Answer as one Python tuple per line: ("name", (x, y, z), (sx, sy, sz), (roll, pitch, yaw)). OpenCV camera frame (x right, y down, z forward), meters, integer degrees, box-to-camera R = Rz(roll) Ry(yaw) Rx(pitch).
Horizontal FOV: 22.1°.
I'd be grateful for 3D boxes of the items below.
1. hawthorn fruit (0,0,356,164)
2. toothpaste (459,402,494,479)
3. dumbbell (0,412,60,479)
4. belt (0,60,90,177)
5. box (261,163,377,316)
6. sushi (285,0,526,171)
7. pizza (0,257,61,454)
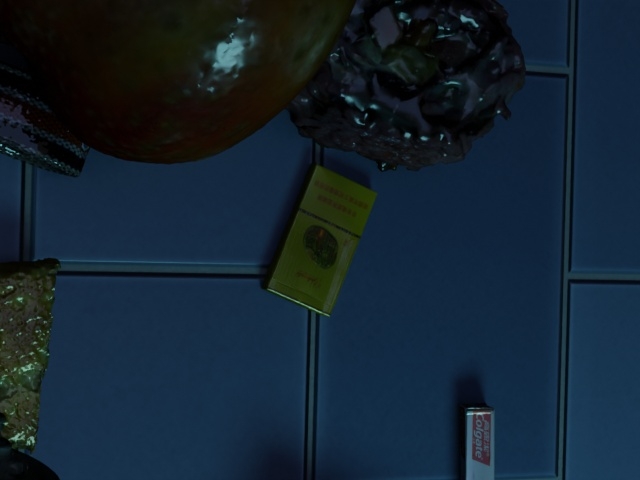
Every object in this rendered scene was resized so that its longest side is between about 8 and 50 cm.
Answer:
("hawthorn fruit", (-0.127, -0.292, 1.582), (0.402, 0.403, 0.403), (0, 91, -23))
("toothpaste", (0.184, 0.292, 1.935), (0.040, 0.047, 0.196), (0, 91, -9))
("dumbbell", (-0.379, 0.357, 1.594), (0.179, 0.179, 0.406), (16, 96, -23))
("belt", (-0.389, -0.165, 1.647), (0.359, 0.126, 0.094), (24, 72, -27))
("box", (0.000, 0.000, 1.862), (0.086, 0.023, 0.155), (25, 81, -24))
("sushi", (0.083, -0.208, 1.813), (0.270, 0.171, 0.237), (20, 83, -20))
("pizza", (-0.359, 0.140, 1.692), (0.292, 0.058, 0.197), (-46, 108, -14))
